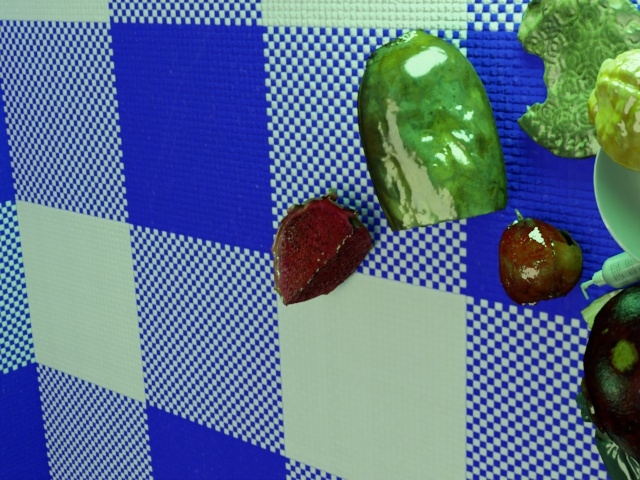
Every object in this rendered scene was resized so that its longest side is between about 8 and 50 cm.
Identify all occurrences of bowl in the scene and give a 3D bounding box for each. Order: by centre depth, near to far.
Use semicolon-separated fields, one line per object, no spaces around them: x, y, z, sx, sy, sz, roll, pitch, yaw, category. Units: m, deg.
0.573;-0.097;1.515;0.287;0.143;0.287;15;114;38;bowl

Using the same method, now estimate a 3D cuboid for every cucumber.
0.504;0.122;1.721;0.107;0.035;0.067;-40;66;36;cucumber

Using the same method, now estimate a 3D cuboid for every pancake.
0.425;-0.279;1.665;0.288;0.033;0.286;56;133;13;pancake

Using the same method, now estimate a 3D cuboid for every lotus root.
0.185;-0.189;1.765;0.250;0.250;0.346;-16;93;43;lotus root

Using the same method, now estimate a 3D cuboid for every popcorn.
0.449;-0.183;1.404;0.180;0.170;0.180;15;125;22;popcorn

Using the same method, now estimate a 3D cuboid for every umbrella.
0.547;0.403;1.733;0.143;0.094;0.349;-33;75;61;umbrella

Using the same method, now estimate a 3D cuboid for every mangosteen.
0.572;0.190;1.517;0.359;0.306;0.306;-26;86;23;mangosteen

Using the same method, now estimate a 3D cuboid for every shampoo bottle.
0.513;0.044;1.673;0.195;0.056;0.056;-27;85;42;shampoo bottle

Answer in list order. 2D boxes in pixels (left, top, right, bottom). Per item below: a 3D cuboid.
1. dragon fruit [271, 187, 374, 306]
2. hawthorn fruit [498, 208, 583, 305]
0.004;-0.004;2.069;0.274;0.126;0.161;-49;60;29;dragon fruit
0.372;0.024;1.738;0.148;0.148;0.172;-36;67;42;hawthorn fruit
